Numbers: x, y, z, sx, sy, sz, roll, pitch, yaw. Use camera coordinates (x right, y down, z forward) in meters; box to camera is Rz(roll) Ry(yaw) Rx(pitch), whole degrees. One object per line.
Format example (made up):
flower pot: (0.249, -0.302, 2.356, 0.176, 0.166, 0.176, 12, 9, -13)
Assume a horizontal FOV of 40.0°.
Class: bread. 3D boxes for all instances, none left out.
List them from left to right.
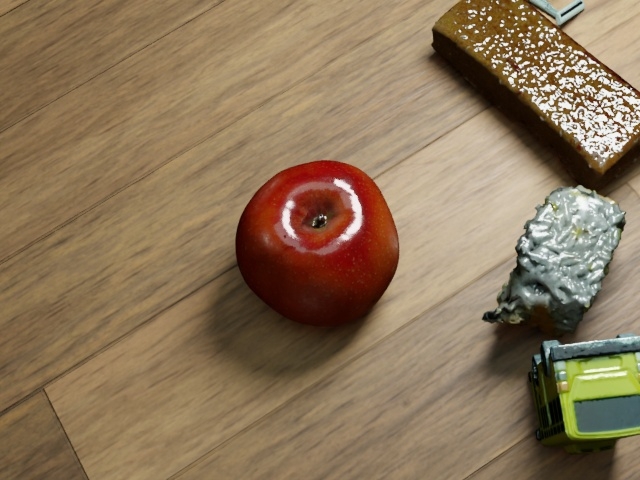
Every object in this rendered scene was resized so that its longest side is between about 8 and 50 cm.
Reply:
bread: (0.378, -0.273, 1.502, 0.165, 0.113, 0.416, -37, 66, -9)

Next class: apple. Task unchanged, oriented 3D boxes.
apple: (0.000, 0.000, 1.384, 0.261, 0.216, 0.260, -2, 67, 4)

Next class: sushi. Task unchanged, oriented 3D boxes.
sushi: (0.363, 0.039, 1.332, 0.140, 0.184, 0.274, 24, 74, 18)

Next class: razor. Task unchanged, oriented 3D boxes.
razor: (0.379, -0.461, 1.628, 0.211, 0.035, 0.084, 37, 53, 26)

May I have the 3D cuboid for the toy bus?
toy bus: (0.369, 0.217, 1.221, 0.128, 0.262, 0.150, -8, 74, 5)
